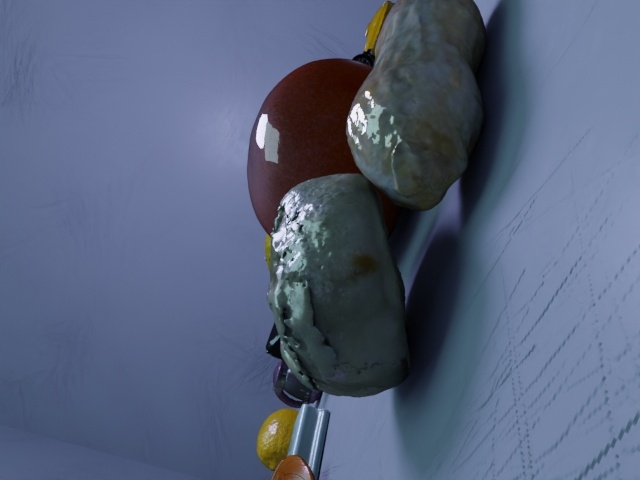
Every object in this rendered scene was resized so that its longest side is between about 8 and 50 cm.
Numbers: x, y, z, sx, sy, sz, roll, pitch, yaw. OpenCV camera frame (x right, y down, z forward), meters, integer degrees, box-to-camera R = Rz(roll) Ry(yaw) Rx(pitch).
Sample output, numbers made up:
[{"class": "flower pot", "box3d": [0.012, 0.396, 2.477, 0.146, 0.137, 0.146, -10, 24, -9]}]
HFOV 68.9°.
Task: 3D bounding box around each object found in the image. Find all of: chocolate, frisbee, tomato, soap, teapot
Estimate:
[{"class": "chocolate", "box3d": [0.106, -0.166, 0.499, 0.134, 0.134, 0.309, 106, 178, -57]}, {"class": "frisbee", "box3d": [-0.063, 0.479, 0.817, 0.192, 0.035, 0.191, -41, 40, 47]}, {"class": "tomato", "box3d": [0.008, -0.125, 0.784, 0.341, 0.273, 0.341, -58, 17, 30]}, {"class": "soap", "box3d": [-0.037, 0.463, 0.978, 0.198, 0.067, 0.119, -75, 2, -47]}, {"class": "teapot", "box3d": [-0.066, 0.405, 1.350, 0.148, 0.146, 0.116, 106, 179, -51]}]

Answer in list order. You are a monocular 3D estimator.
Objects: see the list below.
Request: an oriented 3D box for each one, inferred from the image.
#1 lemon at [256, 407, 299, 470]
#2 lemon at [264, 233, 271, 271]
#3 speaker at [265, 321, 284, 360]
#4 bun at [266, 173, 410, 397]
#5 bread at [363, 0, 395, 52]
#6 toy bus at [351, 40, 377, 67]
[{"class": "lemon", "box3d": [-0.092, 0.519, 1.225, 0.187, 0.142, 0.142, -65, -9, -65]}, {"class": "lemon", "box3d": [0.000, 0.000, 1.050, 0.245, 0.246, 0.319, 107, -177, -77]}, {"class": "speaker", "box3d": [-0.004, 0.143, 1.274, 0.388, 0.180, 0.184, -75, 5, -52]}, {"class": "bun", "box3d": [0.017, 0.052, 0.495, 0.239, 0.142, 0.238, -13, -90, -80]}, {"class": "bread", "box3d": [0.163, -0.410, 1.087, 0.195, 0.143, 0.269, -117, 44, -76]}, {"class": "toy bus", "box3d": [0.081, -0.280, 0.977, 0.335, 0.123, 0.121, -58, 6, 19]}]
